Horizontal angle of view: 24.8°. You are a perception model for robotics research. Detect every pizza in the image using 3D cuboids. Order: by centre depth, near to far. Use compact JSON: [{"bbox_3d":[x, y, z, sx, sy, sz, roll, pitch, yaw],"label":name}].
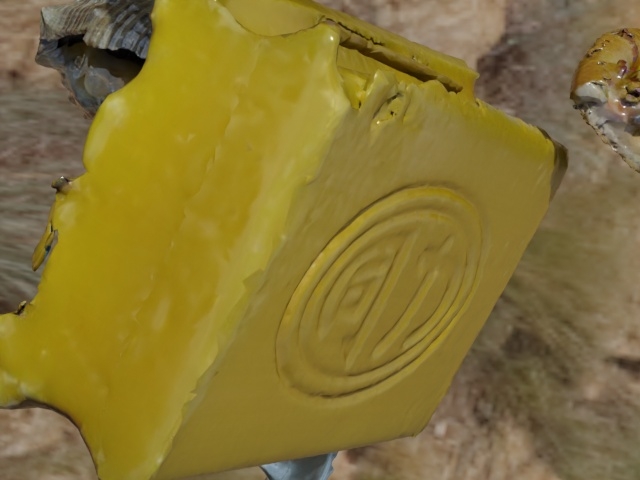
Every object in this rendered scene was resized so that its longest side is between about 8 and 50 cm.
[{"bbox_3d":[0.224,-0.042,0.782,0.193,0.053,0.201,53,28,7],"label":"pizza"}]

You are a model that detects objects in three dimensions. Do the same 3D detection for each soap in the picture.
[{"bbox_3d":[0.000,0.000,0.674,0.204,0.096,0.324,-63,157,9],"label":"soap"}]

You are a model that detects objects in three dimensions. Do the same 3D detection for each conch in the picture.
[{"bbox_3d":[-0.164,-0.172,1.353,0.178,0.245,0.163,-9,108,-44],"label":"conch"}]

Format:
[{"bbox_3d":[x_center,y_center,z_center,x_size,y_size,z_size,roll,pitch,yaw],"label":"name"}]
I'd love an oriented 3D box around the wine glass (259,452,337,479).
[{"bbox_3d":[-0.102,0.168,1.363,0.232,0.156,0.156,41,65,-19],"label":"wine glass"}]
